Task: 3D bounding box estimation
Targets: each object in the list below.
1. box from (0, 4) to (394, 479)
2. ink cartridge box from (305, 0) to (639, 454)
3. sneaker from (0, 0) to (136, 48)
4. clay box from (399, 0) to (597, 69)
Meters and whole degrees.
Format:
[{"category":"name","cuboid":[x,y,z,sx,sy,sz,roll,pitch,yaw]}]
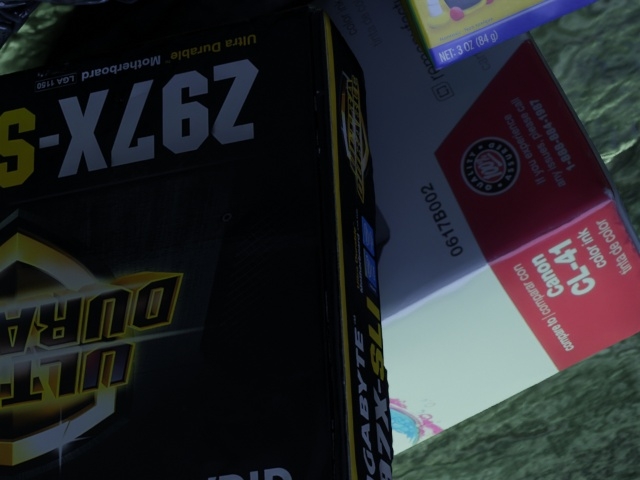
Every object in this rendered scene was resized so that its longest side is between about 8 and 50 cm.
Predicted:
[{"category":"box","cuboid":[-0.130,0.043,0.815,0.322,0.257,0.079,-10,155,17]},{"category":"ink cartridge box","cuboid":[0.000,0.000,0.917,0.306,0.226,0.131,-27,142,6]},{"category":"sneaker","cuboid":[-0.149,-0.130,0.779,0.087,0.130,0.227,12,136,-34]},{"category":"clay box","cuboid":[0.071,-0.206,0.795,0.127,0.053,0.222,-24,121,1]}]
